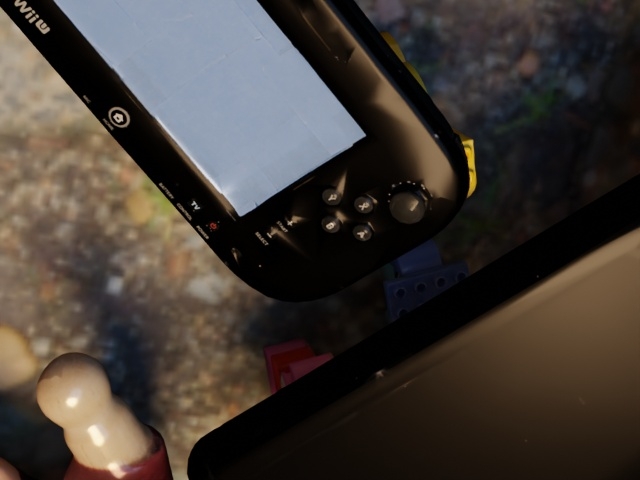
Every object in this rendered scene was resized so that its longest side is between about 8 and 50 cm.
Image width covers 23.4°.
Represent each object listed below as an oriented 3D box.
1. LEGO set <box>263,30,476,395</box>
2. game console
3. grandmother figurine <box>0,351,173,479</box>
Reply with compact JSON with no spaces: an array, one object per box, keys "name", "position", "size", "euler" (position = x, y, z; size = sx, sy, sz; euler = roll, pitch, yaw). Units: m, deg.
[{"name":"LEGO set","position":[0.019,-0.012,0.633],"size":[0.087,0.093,0.227],"euler":[-14,110,-14]},{"name":"game console","position":[0.000,0.000,0.562],"size":[0.213,0.044,0.361],"euler":[-33,106,23]},{"name":"grandmother figurine","position":[-0.142,0.122,0.625],"size":[0.342,0.104,0.208],"euler":[33,121,-27]}]
